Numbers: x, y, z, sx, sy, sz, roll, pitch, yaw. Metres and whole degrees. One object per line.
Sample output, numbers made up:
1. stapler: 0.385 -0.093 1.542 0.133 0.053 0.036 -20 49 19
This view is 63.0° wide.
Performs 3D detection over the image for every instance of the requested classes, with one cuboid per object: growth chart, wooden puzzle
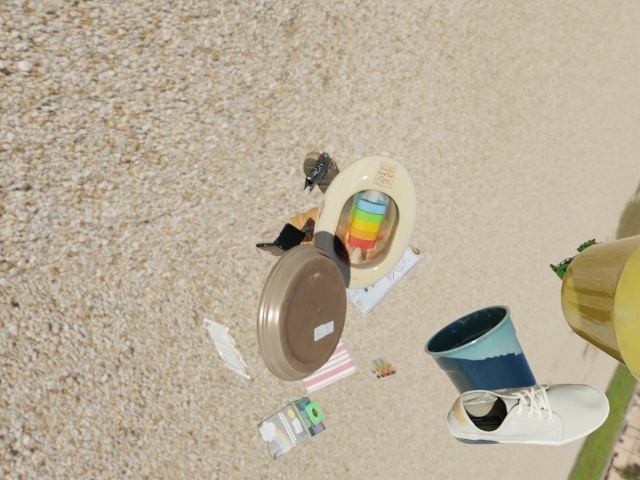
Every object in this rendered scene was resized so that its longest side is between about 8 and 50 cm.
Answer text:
1. growth chart: -0.293 0.343 1.655 0.021 0.171 0.238 -37 125 -32
2. wooden puzzle: 0.155 0.314 1.291 0.049 0.083 0.006 52 44 -4

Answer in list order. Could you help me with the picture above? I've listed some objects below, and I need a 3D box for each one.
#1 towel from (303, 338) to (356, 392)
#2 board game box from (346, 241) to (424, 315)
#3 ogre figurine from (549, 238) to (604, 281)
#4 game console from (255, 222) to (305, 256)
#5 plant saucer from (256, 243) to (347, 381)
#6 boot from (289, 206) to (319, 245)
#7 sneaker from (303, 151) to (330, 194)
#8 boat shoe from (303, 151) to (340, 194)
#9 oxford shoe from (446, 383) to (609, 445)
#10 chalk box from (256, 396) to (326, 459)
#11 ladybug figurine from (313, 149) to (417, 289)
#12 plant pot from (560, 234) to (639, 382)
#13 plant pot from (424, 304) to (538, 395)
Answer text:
1. towel: -0.005 0.306 1.432 0.144 0.197 0.029 -22 142 -9
2. board game box: 0.157 0.050 1.874 0.065 0.319 0.318 -18 153 -53
3. ogre figurine: 0.590 0.063 1.157 0.118 0.097 0.197 -40 126 16
4. game console: -0.118 -0.001 1.567 0.122 0.107 0.071 33 58 -59
5. plant saucer: -0.023 0.146 1.050 0.277 0.041 0.278 -10 102 -55
6. boot: 0.000 0.000 2.210 0.109 0.220 0.284 -80 155 -77
7. sneaker: -0.017 -0.254 1.992 0.089 0.051 0.170 -45 166 -37
8. boat shoe: 0.013 -0.289 2.145 0.307 0.110 0.105 54 46 -60
9. oxford shoe: 0.577 0.471 1.445 0.169 0.448 0.130 -95 177 -48
10. chalk box: -0.079 0.619 1.766 0.213 0.132 0.132 -36 161 14
11. ladybug figurine: 0.137 -0.068 1.642 0.162 0.304 0.450 -98 -154 -70
12. plant pot: 0.482 0.088 0.731 0.253 0.239 0.254 -1 93 -14
13. plant pot: 0.610 0.464 1.906 0.341 0.341 0.334 -31 92 -42
